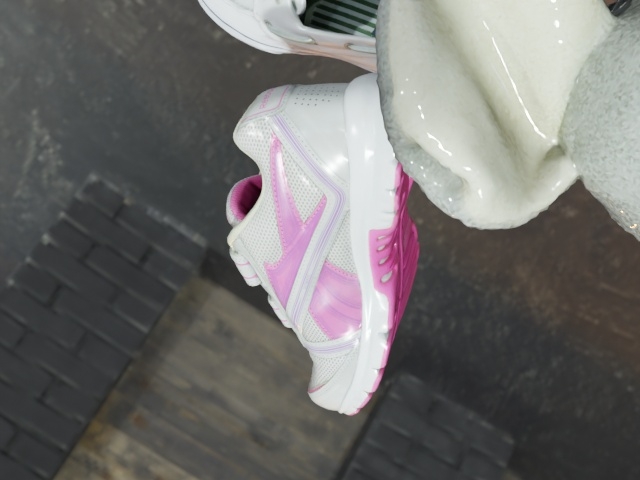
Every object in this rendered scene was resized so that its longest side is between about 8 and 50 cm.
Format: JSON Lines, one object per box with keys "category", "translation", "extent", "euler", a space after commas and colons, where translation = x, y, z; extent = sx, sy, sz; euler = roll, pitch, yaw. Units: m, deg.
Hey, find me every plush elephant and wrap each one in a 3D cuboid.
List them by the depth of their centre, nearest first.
{"category": "plush elephant", "translation": [0.174, -0.086, 0.445], "extent": [0.330, 0.271, 0.255], "euler": [-139, 52, -59]}

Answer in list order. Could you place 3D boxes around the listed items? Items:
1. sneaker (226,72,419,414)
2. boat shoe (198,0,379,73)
{"category": "sneaker", "translation": [0.000, 0.000, 0.786], "extent": [0.111, 0.103, 0.252], "euler": [10, 127, 11]}
{"category": "boat shoe", "translation": [0.003, -0.163, 0.833], "extent": [0.226, 0.083, 0.076], "euler": [20, 170, 28]}
